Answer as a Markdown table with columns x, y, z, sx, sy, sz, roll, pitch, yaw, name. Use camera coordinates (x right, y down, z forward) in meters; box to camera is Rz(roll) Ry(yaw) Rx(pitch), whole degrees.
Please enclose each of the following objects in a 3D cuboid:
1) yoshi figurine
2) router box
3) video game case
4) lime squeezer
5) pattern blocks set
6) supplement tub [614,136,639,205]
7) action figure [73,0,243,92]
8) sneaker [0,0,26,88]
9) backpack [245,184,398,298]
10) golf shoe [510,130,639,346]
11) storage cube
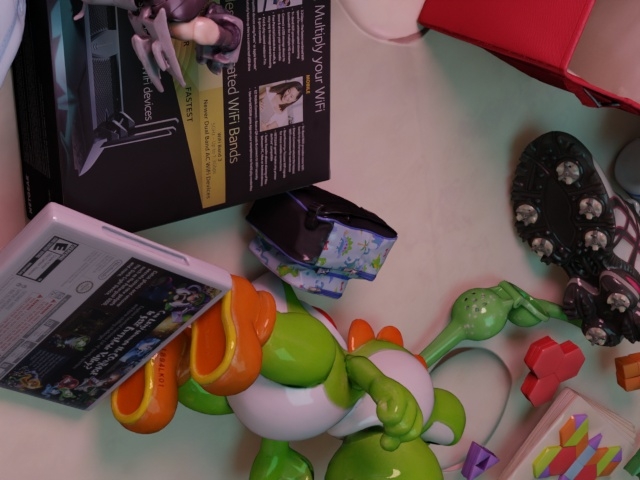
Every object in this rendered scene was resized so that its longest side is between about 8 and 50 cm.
| x | y | z | sx | sy | sz | roll | pitch | yaw | name |
| --- | --- | --- | --- | --- | --- | --- | --- | --- | --- |
| 0.002 | 0.169 | 1.215 | 0.362 | 0.203 | 0.203 | 23 | 99 | -41 | yoshi figurine |
| -0.111 | -0.171 | 1.046 | 0.243 | 0.081 | 0.308 | -15 | 119 | -32 | router box |
| -0.193 | 0.058 | 1.061 | 0.173 | 0.022 | 0.190 | 24 | 127 | -40 | video game case |
| 0.189 | 0.092 | 1.415 | 0.310 | 0.059 | 0.110 | -15 | 118 | -33 | lime squeezer |
| 0.282 | 0.248 | 1.555 | 0.325 | 0.026 | 0.285 | 19 | 105 | -44 | pattern blocks set |
| 0.369 | -0.060 | 1.476 | 0.107 | 0.071 | 0.071 | 36 | 86 | -42 | supplement tub |
| -0.054 | -0.213 | 0.957 | 0.285 | 0.099 | 0.185 | -24 | 130 | -23 | action figure |
| -0.259 | -0.193 | 0.917 | 0.150 | 0.135 | 0.366 | -1 | 108 | -69 | sneaker |
| 0.000 | 0.000 | 1.196 | 0.114 | 0.105 | 0.084 | 13 | 107 | -43 | backpack |
| 0.279 | -0.015 | 1.427 | 0.273 | 0.105 | 0.120 | 62 | 40 | -32 | golf shoe |
| 0.239 | -0.232 | 1.216 | 0.184 | 0.193 | 0.215 | 16 | 99 | -41 | storage cube |
